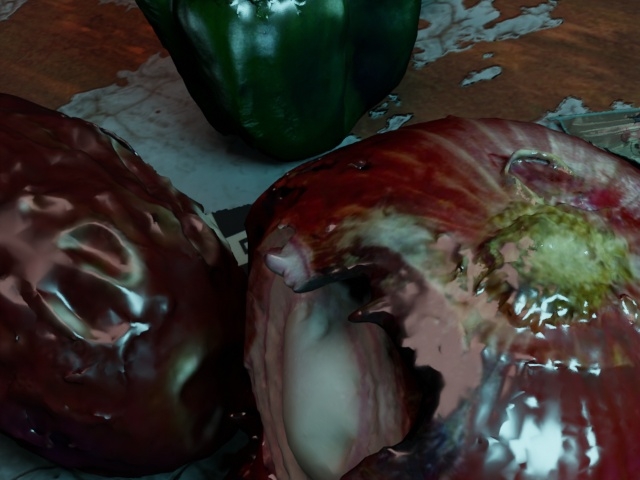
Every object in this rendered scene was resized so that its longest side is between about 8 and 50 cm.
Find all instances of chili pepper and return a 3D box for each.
[{"bbox_3d":[-0.036,-0.214,1.140,0.233,0.257,0.248,30,60,35],"label":"chili pepper"}]

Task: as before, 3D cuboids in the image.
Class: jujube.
[{"bbox_3d":[-0.210,0.021,0.936,0.376,0.258,0.258,22,53,34],"label":"jujube"}]

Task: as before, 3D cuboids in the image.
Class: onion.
[{"bbox_3d":[0.100,0.084,0.716,0.341,0.341,0.341,-9,41,8],"label":"onion"}]

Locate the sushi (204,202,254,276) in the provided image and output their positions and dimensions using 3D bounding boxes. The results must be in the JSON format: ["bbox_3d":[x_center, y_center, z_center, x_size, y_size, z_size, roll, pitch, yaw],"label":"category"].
[{"bbox_3d":[0.000,0.000,1.045,0.279,0.043,0.192,-12,41,5],"label":"sushi"}]

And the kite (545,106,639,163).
[{"bbox_3d":[0.347,-0.049,0.991,0.368,0.014,0.406,-31,37,-23],"label":"kite"}]
